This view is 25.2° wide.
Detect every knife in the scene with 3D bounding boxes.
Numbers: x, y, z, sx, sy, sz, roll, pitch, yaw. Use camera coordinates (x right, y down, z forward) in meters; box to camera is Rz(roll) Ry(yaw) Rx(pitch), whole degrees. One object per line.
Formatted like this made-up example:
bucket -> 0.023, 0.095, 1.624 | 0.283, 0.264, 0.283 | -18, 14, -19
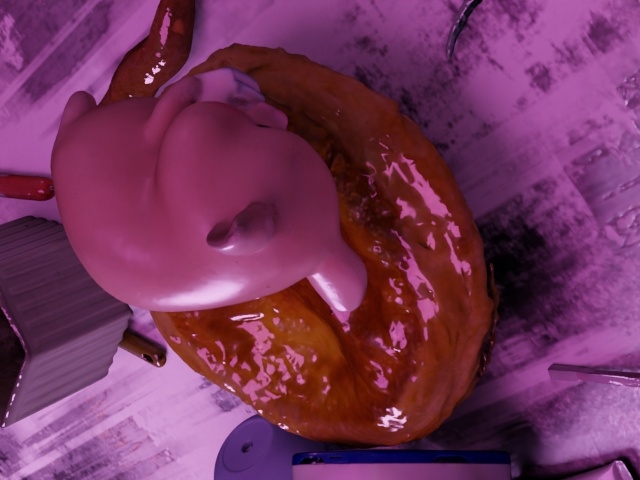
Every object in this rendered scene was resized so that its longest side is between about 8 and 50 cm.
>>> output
knife -> -0.341, 0.104, 1.916 | 0.343, 0.027, 0.061 | 24, 136, 27

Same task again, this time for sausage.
sausage -> -0.428, -0.075, 1.863 | 0.253, 0.034, 0.034 | 8, 123, 37

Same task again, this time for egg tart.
egg tart -> 0.000, 0.000, 1.434 | 0.443, 0.178, 0.443 | 20, 127, 30

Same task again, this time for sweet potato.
sweet potato -> -0.185, -0.189, 1.552 | 0.059, 0.067, 0.281 | 20, 137, -22

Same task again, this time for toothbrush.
toothbrush -> 0.304, 0.133, 1.380 | 0.194, 0.017, 0.014 | -1, 118, 42

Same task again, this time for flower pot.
flower pot -> -0.383, 0.098, 1.804 | 0.209, 0.190, 0.239 | -28, 87, 40

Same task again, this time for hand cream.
hand cream -> 0.256, 0.276, 1.511 | 0.194, 0.042, 0.067 | -23, 94, 42

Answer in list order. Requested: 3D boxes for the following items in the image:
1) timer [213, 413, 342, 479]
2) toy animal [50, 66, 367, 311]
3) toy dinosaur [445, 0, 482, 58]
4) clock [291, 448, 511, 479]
timer -> -0.030, 0.321, 1.699 | 0.175, 0.175, 0.255 | -2, 117, 42
toy animal -> -0.099, -0.042, 1.253 | 0.256, 0.195, 0.213 | -9, 68, 36
toy dinosaur -> 0.140, -0.317, 1.177 | 0.129, 0.076, 0.383 | 39, 148, 6
clock -> 0.085, 0.260, 1.502 | 0.230, 0.230, 0.083 | -14, 73, 45
